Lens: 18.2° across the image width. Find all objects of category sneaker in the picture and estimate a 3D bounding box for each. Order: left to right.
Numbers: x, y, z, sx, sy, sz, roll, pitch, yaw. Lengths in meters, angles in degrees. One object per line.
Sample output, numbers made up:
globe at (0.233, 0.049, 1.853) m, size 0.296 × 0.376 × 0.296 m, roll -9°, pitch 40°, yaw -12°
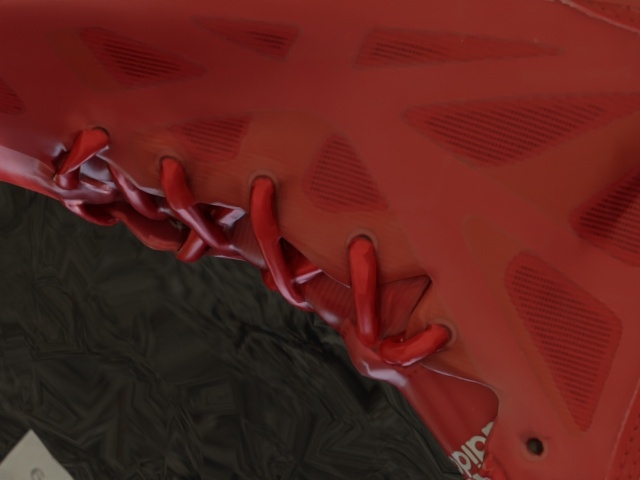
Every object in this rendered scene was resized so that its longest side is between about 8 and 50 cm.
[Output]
sneaker at (0.000, 0.000, 0.343) m, size 0.221 × 0.087 × 0.128 m, roll -5°, pitch -96°, yaw 8°

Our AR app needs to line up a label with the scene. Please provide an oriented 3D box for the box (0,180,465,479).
box at (0.058, 0.059, 0.761) m, size 0.297 × 0.471 × 0.480 m, roll 53°, pitch -44°, yaw 8°
